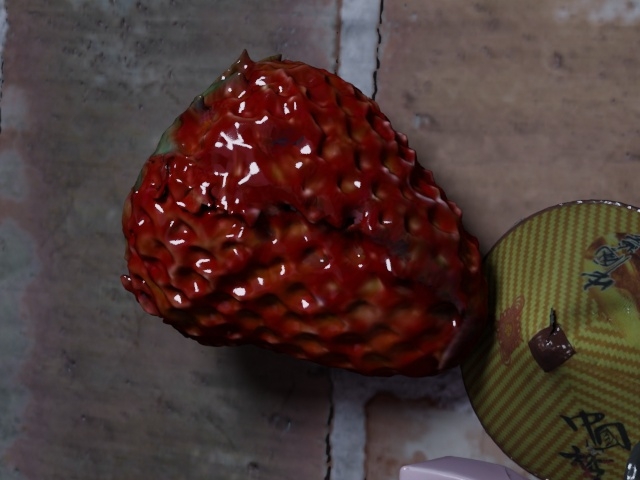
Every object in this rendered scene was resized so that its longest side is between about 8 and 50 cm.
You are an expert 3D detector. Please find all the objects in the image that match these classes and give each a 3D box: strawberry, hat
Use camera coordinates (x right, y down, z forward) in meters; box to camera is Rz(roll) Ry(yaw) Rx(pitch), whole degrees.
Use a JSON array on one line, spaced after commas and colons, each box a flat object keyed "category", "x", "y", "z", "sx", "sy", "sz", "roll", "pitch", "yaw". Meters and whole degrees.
[{"category": "strawberry", "x": 0.000, "y": 0.000, "z": 1.252, "sx": 0.244, "sy": 0.205, "sz": 0.205, "roll": 37, "pitch": 105, "yaw": 9}, {"category": "hat", "x": 0.160, "y": 0.068, "z": 1.212, "sx": 0.193, "sy": 0.082, "sz": 0.193, "roll": -1, "pitch": 88, "yaw": 28}]

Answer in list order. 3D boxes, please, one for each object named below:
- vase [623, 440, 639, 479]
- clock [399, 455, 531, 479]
[{"category": "vase", "x": 0.300, "y": 0.162, "z": 1.119, "sx": 0.237, "sy": 0.115, "sz": 0.115, "roll": 4, "pitch": 90, "yaw": 32}, {"category": "clock", "x": 0.081, "y": 0.280, "z": 1.247, "sx": 0.290, "sy": 0.080, "sz": 0.275, "roll": 31, "pitch": 102, "yaw": 27}]
